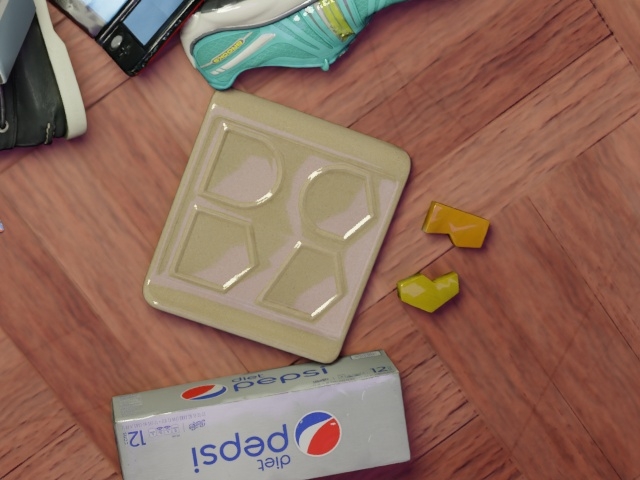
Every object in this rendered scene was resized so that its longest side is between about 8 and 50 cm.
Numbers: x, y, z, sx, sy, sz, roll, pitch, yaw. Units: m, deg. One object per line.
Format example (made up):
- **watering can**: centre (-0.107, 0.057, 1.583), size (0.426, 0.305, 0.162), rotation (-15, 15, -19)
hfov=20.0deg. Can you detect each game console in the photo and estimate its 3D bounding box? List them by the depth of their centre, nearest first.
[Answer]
- **game console**: centre (-0.174, -0.246, 1.690), size (0.144, 0.124, 0.085), rotation (-49, 127, 5)

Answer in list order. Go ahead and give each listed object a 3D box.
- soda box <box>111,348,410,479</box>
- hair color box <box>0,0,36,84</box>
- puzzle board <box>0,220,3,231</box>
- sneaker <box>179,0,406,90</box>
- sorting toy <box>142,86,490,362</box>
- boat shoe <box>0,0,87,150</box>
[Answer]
- **soda box**: centre (-0.060, 0.187, 1.812), size (0.286, 0.091, 0.098), rotation (-10, 104, -7)
- **hair color box**: centre (-0.453, -0.223, 1.536), size (0.374, 0.114, 0.185), rotation (-2, 134, 14)
- **puzzle board**: centre (-0.381, -0.032, 1.748), size (0.128, 0.011, 0.096), rotation (-19, 106, -4)
- **sneaker**: centre (0.002, -0.222, 1.734), size (0.275, 0.107, 0.110), rotation (-16, 122, 1)
- **sorting toy**: centre (0.000, 0.000, 1.808), size (0.307, 0.041, 0.229), rotation (19, 95, -13)
- **boat shoe**: centre (-0.318, -0.236, 1.650), size (0.113, 0.127, 0.340), rotation (-23, 116, -15)
